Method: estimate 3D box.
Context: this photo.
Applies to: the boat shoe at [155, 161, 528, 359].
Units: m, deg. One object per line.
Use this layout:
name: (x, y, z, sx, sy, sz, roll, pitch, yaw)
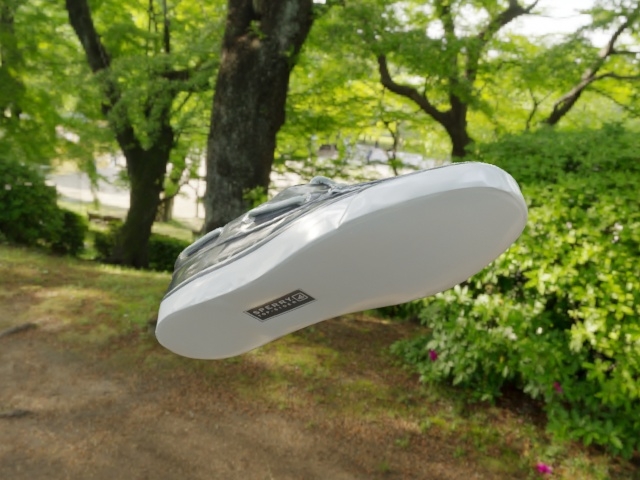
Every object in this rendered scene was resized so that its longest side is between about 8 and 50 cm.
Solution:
boat shoe: (0.000, 0.000, 0.482, 0.301, 0.102, 0.108, -26, -44, 30)
